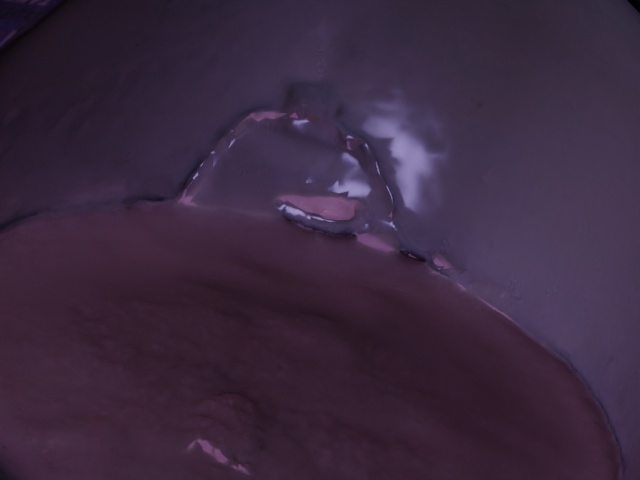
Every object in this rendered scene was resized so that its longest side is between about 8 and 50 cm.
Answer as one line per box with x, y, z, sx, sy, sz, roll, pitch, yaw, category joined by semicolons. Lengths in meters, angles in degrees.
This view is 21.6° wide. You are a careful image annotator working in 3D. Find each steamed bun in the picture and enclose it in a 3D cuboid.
0.000;0.000;0.664;0.324;0.206;0.324;11;143;8;steamed bun

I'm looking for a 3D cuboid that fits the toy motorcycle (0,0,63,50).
-0.269;-0.051;0.582;0.358;0.212;0.125;-37;169;21;toy motorcycle
